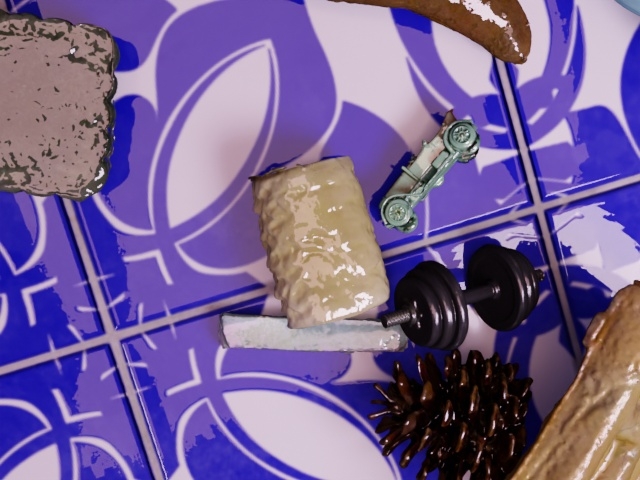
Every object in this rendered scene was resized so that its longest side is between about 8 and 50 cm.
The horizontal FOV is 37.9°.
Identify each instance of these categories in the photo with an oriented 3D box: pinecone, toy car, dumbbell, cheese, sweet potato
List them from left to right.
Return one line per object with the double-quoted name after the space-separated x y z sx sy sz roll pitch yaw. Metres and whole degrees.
0.000 0.000 0.980 0.123 0.094 0.167 -16 91 -26 "cheese"
0.068 -0.281 0.965 0.341 0.092 0.114 15 112 -4 "sweet potato"
0.115 -0.071 1.002 0.054 0.073 0.143 41 94 9 "toy car"
0.133 0.189 0.989 0.165 0.163 0.163 13 96 3 "pinecone"
0.155 0.060 0.990 0.208 0.099 0.099 -14 98 -26 "dumbbell"

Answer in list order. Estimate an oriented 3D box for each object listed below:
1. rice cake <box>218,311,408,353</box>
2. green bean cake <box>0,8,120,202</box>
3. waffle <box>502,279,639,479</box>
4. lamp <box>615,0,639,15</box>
-0.008 0.103 1.033 0.210 0.034 0.043 2 88 -3 "rice cake"
-0.303 -0.139 0.960 0.185 0.094 0.183 7 95 -4 "green bean cake"
0.351 0.232 0.974 0.348 0.077 0.304 30 94 -35 "waffle"
0.387 -0.301 0.951 0.209 0.147 0.284 -24 98 -2 "lamp"
